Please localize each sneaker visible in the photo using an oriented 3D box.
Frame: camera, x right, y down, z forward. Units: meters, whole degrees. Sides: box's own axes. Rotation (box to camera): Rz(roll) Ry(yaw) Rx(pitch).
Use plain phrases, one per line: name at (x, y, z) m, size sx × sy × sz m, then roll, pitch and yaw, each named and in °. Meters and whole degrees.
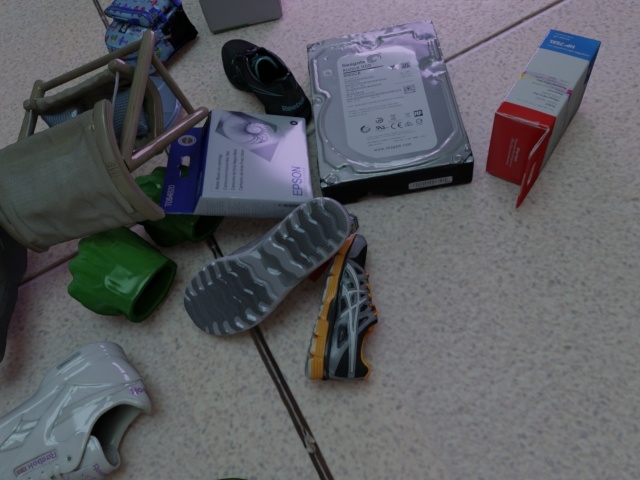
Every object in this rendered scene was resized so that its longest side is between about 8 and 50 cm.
sneaker at (-0.348, 0.269, 0.658) m, size 0.152 × 0.114 × 0.305 m, roll 35°, pitch 72°, yaw 29°
sneaker at (0.039, 0.090, 0.713) m, size 0.083 × 0.084 × 0.215 m, roll 13°, pitch 64°, yaw 2°
sneaker at (-0.066, 0.041, 0.743) m, size 0.281 × 0.115 × 0.105 m, roll -32°, pitch 88°, yaw 17°
sneaker at (-0.106, -0.314, 0.968) m, size 0.101 × 0.106 × 0.267 m, roll -37°, pitch 58°, yaw -9°

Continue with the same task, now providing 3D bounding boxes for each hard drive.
hard drive at (0.104, -0.226, 0.894) m, size 0.237 × 0.064 × 0.339 m, roll -8°, pitch 57°, yaw 7°

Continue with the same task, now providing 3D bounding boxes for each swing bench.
swing bench at (-0.337, -0.139, 0.780) m, size 0.253 × 0.165 × 0.254 m, roll -13°, pitch 44°, yaw 24°

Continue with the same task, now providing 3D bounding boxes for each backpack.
backpack at (-0.367, -0.424, 1.085) m, size 0.158 × 0.117 × 0.173 m, roll 24°, pitch 70°, yaw 25°

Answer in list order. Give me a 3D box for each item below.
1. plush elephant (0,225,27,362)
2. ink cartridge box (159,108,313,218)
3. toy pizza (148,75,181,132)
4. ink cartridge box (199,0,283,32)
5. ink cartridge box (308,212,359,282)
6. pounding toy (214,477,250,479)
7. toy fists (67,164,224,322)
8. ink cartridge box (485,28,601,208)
plush elephant at (-0.601, 0.018, 0.787) m, size 0.255 × 0.271 × 0.330 m, roll -8°, pitch 28°, yaw -8°
ink cartridge box at (-0.128, -0.125, 0.829) m, size 0.224 × 0.045 × 0.223 m, roll 1°, pitch 46°, yaw -9°
toy pizza at (-0.358, -0.235, 1.016) m, size 0.201 × 0.032 × 0.201 m, roll -6°, pitch 58°, yaw 10°
ink cartridge box at (-0.174, -0.565, 1.140) m, size 0.160 × 0.092 × 0.219 m, roll -11°, pitch 58°, yaw 5°
ink cartridge box at (0.000, 0.000, 0.797) m, size 0.063 × 0.029 × 0.115 m, roll 29°, pitch 69°, yaw 26°
pounding toy at (-0.116, 0.369, 0.551) m, size 0.183 × 0.110 × 0.237 m, roll -9°, pitch 58°, yaw 7°
toy fists at (-0.265, -0.006, 0.823) m, size 0.142 × 0.096 × 0.279 m, roll 25°, pitch 65°, yaw 15°
ink cartridge box at (0.312, -0.176, 0.775) m, size 0.078 × 0.134 × 0.231 m, roll 27°, pitch 68°, yaw 24°
